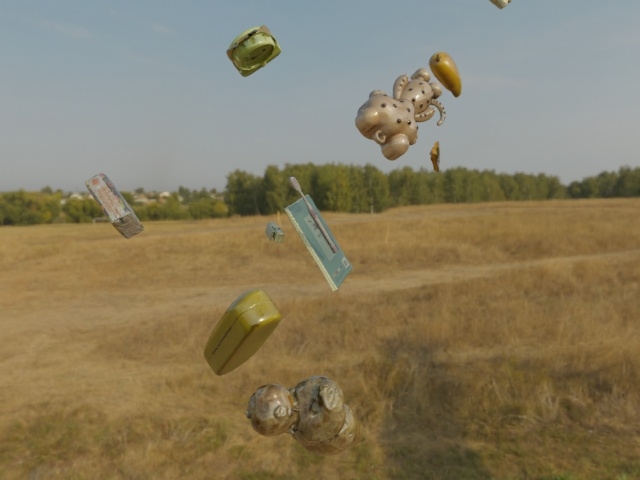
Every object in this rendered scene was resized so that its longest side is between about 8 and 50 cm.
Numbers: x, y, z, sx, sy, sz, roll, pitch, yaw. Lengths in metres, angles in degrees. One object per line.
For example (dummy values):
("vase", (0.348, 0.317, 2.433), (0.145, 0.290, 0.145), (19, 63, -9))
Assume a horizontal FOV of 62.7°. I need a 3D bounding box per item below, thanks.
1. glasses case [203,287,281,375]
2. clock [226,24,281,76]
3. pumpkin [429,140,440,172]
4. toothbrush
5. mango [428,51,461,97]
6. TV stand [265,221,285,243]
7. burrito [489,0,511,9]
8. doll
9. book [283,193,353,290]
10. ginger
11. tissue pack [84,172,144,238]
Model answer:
("glasses case", (-0.250, 0.279, 1.663), (0.173, 0.141, 0.371), (-20, -23, -43))
("clock", (-0.229, -0.636, 1.740), (0.170, 0.069, 0.232), (-32, -3, 7))
("pumpkin", (0.410, -0.300, 1.879), (0.035, 0.073, 0.101), (-3, 39, 18))
("toothbrush", (-0.025, -0.090, 1.925), (0.024, 0.354, 0.029), (-41, 29, -16))
("mango", (0.368, -0.478, 1.520), (0.066, 0.101, 0.187), (-36, -42, 13))
("TV stand", (-0.154, -0.030, 1.733), (0.042, 0.036, 0.249), (13, 7, -13))
("burrito", (0.284, -0.647, 1.163), (0.392, 0.117, 0.076), (42, 9, 13))
("doll", (0.194, -0.297, 1.209), (0.278, 0.154, 0.119), (-39, 5, -36))
("book", (0.000, 0.000, 2.136), (0.031, 0.380, 0.264), (-29, 5, 23))
("ginger", (-0.011, 0.481, 1.423), (0.256, 0.176, 0.375), (-22, -41, 21))
("tissue pack", (-0.521, -0.086, 1.330), (0.060, 0.148, 0.109), (-36, -19, -13))
